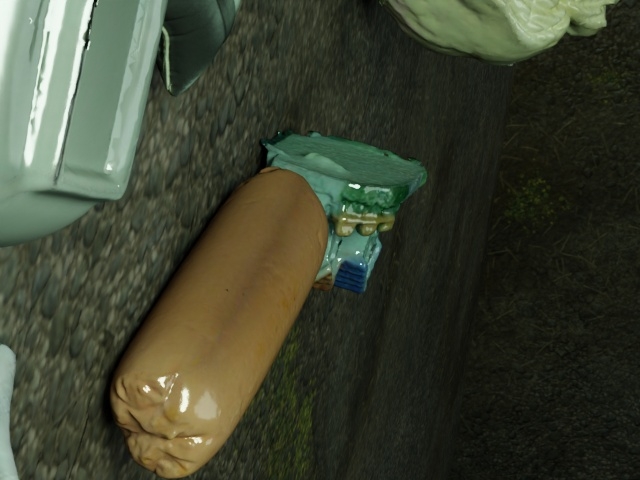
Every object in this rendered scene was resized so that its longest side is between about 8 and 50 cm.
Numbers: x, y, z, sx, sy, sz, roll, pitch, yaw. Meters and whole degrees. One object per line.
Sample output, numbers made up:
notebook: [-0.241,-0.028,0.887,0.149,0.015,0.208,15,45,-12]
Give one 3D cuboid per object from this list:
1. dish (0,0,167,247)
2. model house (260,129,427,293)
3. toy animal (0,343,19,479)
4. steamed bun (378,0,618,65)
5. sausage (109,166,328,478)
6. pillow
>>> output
dish: [-0.110,-0.097,0.631,0.151,0.077,0.212,13,89,-78]
model house: [0.000,0.000,1.229,0.148,0.119,0.148,-46,154,-70]
toy animal: [-0.152,0.006,0.480,0.206,0.081,0.367,64,38,-43]
steamed bun: [0.154,-0.297,1.418,0.320,0.206,0.275,-2,98,-48]
sausage: [-0.059,0.043,1.022,0.289,0.086,0.086,-60,159,-55]
pillow: [-0.073,-0.142,0.835,0.135,0.055,0.091,74,12,-72]
